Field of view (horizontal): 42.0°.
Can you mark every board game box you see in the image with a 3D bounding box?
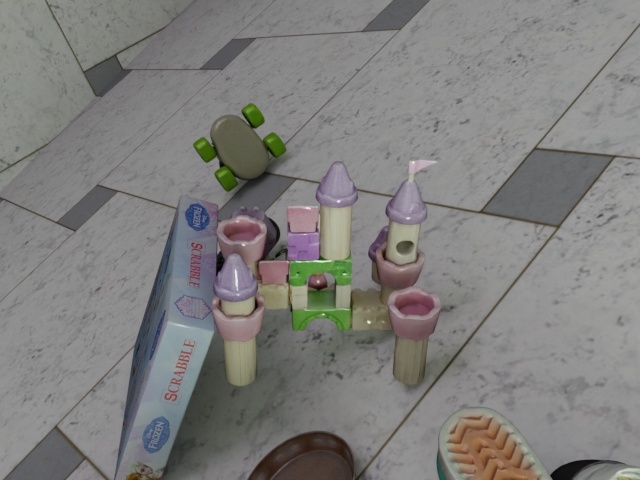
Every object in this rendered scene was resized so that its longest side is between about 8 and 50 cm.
[{"bbox_3d":[-0.225,0.147,1.231,0.318,0.066,0.318,-98,26,-56],"label":"board game box"}]

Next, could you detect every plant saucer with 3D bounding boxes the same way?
[{"bbox_3d":[-0.025,0.311,1.022,0.168,0.029,0.168,-26,31,17],"label":"plant saucer"}]

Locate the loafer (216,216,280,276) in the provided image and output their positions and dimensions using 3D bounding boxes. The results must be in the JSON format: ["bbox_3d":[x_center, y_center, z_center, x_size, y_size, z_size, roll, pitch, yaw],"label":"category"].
[{"bbox_3d":[-0.156,0.051,1.483,0.220,0.080,0.078,-42,-2,-9],"label":"loafer"}]

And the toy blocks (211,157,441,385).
[{"bbox_3d":[0.000,0.000,1.109,0.289,0.260,0.309,-1,33,-2],"label":"toy blocks"}]

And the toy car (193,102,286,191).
[{"bbox_3d":[-0.178,-0.191,1.814,0.155,0.149,0.188,-36,2,-8],"label":"toy car"}]

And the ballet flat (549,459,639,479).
[{"bbox_3d":[0.294,0.249,0.725,0.095,0.096,0.280,-46,32,-14],"label":"ballet flat"}]

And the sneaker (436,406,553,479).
[{"bbox_3d":[0.196,0.303,0.761,0.108,0.121,0.302,-16,48,-9],"label":"sneaker"}]
